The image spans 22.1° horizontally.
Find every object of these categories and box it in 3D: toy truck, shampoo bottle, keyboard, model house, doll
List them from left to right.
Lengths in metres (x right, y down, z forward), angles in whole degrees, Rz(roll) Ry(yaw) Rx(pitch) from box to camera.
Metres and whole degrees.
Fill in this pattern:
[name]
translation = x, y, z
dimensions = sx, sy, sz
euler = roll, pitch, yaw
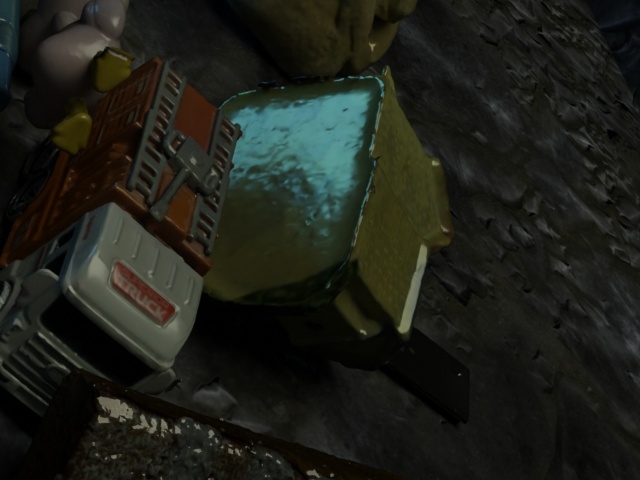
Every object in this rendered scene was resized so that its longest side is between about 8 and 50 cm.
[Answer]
[shampoo bottle]
translation = -0.352, -0.237, 1.752
dimensions = 0.061, 0.104, 0.258
euler = 7, 47, -14
[doll]
translation = -0.262, -0.209, 1.733
dimensions = 0.094, 0.160, 0.365
euler = 30, 14, -19
[toy truck]
translation = -0.198, -0.004, 1.617
dimensions = 0.173, 0.207, 0.387
euler = 41, 31, -24
[model house]
translation = 0.000, 0.000, 1.915
dimensions = 0.266, 0.261, 0.321
euler = 49, 46, -47
[keyboard]
translation = 0.081, 0.122, 2.101
dimensions = 0.317, 0.027, 0.106
euler = 38, 36, -28

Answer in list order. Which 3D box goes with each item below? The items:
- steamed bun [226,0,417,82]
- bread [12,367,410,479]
[steamed bun]
translation = -0.014, -0.422, 2.337
dimensions = 0.325, 0.230, 0.372
euler = 21, 45, -42
[bread]
translation = -0.082, 0.252, 1.518
dimensions = 0.416, 0.165, 0.113
euler = 22, 0, -34
